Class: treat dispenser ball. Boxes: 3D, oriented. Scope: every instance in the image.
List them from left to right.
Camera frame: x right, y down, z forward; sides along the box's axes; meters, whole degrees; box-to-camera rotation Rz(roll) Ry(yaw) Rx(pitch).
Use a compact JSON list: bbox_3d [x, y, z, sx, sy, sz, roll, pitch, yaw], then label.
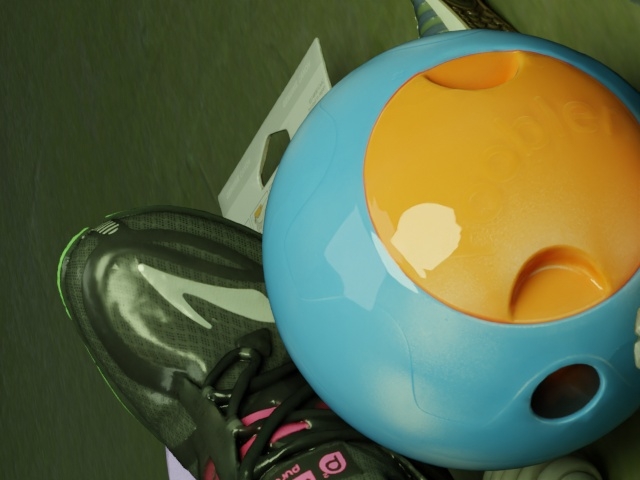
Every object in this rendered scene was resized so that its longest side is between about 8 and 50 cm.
[{"bbox_3d":[0.106,0.007,1.305,0.288,0.288,0.288,180,90,-68],"label":"treat dispenser ball"}]

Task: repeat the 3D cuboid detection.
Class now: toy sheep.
[{"bbox_3d":[0.164,0.187,1.437,0.132,0.091,0.091,4,94,54],"label":"toy sheep"}]

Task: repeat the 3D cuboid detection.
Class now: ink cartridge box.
[{"bbox_3d":[0.000,0.000,1.851,0.296,0.066,0.261,126,138,-54],"label":"ink cartridge box"}]

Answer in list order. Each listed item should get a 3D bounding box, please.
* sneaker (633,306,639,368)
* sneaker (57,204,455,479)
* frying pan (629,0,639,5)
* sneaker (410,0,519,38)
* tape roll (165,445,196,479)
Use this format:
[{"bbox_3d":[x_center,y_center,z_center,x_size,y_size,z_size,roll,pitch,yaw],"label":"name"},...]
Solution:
[{"bbox_3d":[0.264,0.006,1.152,0.136,0.116,0.313,-2,90,63],"label":"sneaker"},{"bbox_3d":[-0.004,0.151,1.403,0.483,0.185,0.202,47,177,12],"label":"sneaker"},{"bbox_3d":[0.161,-0.240,1.217,0.053,0.326,0.197,-59,-5,-28],"label":"frying pan"},{"bbox_3d":[0.098,-0.163,1.612,0.192,0.064,0.086,58,136,47],"label":"sneaker"},{"bbox_3d":[-0.021,0.191,1.648,0.090,0.275,0.274,-16,70,24],"label":"tape roll"}]
